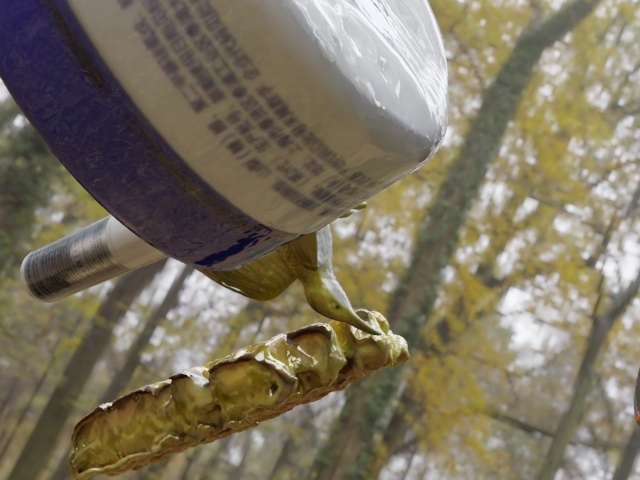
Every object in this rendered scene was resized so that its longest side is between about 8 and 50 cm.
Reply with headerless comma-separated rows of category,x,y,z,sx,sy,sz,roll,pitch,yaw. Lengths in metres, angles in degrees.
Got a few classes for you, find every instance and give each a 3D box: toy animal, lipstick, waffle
toy animal,0.000,0.000,1.040,0.155,0.095,0.219,34,-26,-9
lipstick,-0.144,0.008,0.902,0.141,0.040,0.040,-20,-47,40
waffle,-0.067,0.127,1.158,0.283,0.309,0.065,130,-62,-74

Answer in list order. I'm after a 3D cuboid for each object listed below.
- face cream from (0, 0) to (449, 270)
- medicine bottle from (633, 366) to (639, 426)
face cream,-0.038,-0.101,0.523,0.111,0.206,0.206,-30,-48,20
medicine bottle,0.462,0.172,1.349,0.293,0.141,0.141,15,-20,-5
